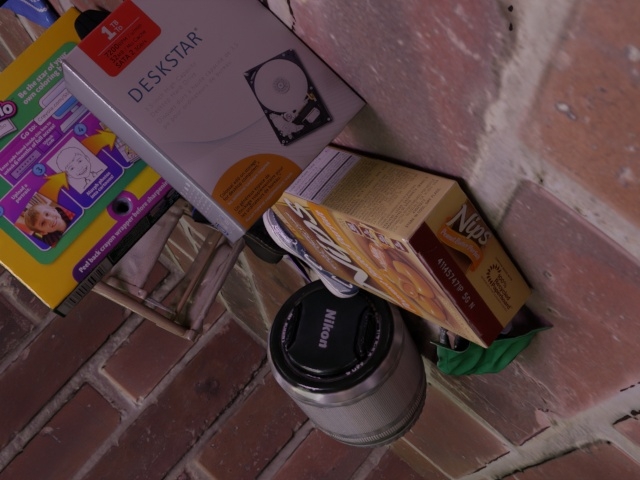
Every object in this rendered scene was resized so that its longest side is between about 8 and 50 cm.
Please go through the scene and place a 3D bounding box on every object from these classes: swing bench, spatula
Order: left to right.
[{"bbox_3d":[-0.290,0.026,1.677,0.255,0.253,0.165,30,168,-6],"label":"swing bench"},{"bbox_3d":[-0.093,0.023,1.699,0.084,0.030,0.296,51,165,-29],"label":"spatula"}]

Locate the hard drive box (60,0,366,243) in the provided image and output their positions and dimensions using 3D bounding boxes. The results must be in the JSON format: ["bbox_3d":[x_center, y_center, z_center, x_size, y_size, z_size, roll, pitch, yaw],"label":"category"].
[{"bbox_3d":[-0.105,-0.142,0.865,0.232,0.181,0.089,42,167,-4],"label":"hard drive box"}]

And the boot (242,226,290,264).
[{"bbox_3d":[-0.136,-0.029,1.528,0.198,0.077,0.137,42,162,2],"label":"boot"}]

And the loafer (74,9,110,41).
[{"bbox_3d":[-0.279,-0.265,1.246,0.170,0.062,0.061,39,172,16],"label":"loafer"}]

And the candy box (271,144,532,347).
[{"bbox_3d":[0.067,-0.009,0.998,0.316,0.087,0.183,23,157,54],"label":"candy box"}]

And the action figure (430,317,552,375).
[{"bbox_3d":[0.190,0.131,1.084,0.137,0.063,0.232,-3,160,0],"label":"action figure"}]

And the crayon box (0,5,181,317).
[{"bbox_3d":[-0.390,-0.121,1.353,0.313,0.363,0.106,41,167,3],"label":"crayon box"}]

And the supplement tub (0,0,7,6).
[{"bbox_3d":[-0.466,-0.318,0.991,0.207,0.338,0.207,40,167,11],"label":"supplement tub"}]

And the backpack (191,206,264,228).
[{"bbox_3d":[-0.133,-0.069,1.373,0.120,0.101,0.098,11,174,-8],"label":"backpack"}]

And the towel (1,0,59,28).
[{"bbox_3d":[-0.577,-0.491,1.427,0.243,0.040,0.336,31,163,38],"label":"towel"}]

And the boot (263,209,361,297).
[{"bbox_3d":[0.000,0.000,1.311,0.190,0.069,0.086,42,150,1],"label":"boot"}]

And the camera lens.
[{"bbox_3d":[0.050,0.202,1.439,0.219,0.219,0.274,33,165,34],"label":"camera lens"}]
